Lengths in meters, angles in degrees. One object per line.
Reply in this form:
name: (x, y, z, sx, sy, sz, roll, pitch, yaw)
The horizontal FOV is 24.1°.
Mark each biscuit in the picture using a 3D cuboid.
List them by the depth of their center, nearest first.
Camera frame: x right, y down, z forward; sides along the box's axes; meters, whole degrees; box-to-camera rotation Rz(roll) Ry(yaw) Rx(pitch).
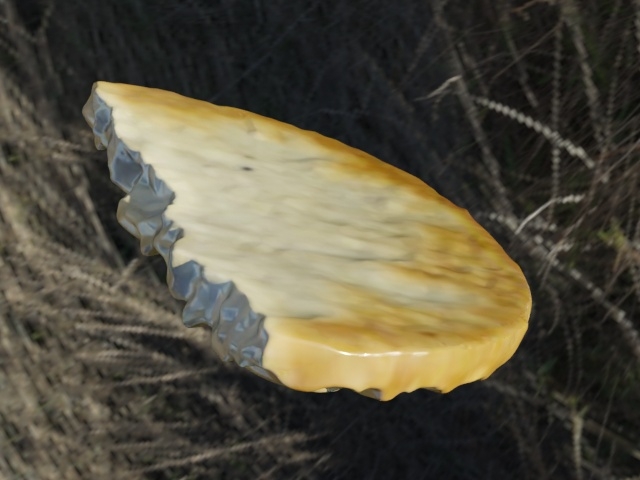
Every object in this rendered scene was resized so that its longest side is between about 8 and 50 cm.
biscuit: (0.000, 0.000, 0.762, 0.204, 0.309, 0.040, 7, 112, -27)
